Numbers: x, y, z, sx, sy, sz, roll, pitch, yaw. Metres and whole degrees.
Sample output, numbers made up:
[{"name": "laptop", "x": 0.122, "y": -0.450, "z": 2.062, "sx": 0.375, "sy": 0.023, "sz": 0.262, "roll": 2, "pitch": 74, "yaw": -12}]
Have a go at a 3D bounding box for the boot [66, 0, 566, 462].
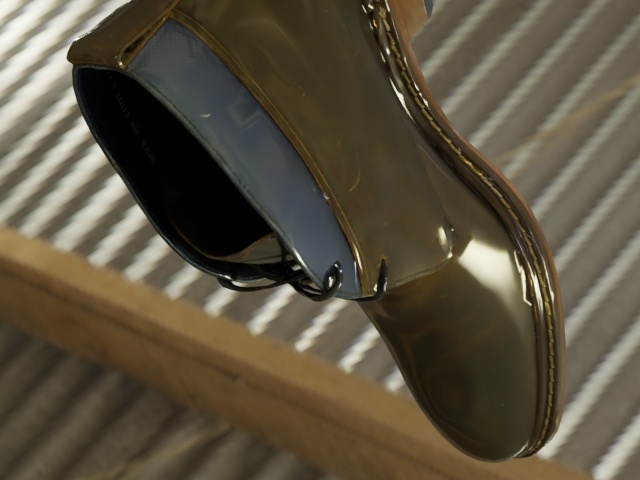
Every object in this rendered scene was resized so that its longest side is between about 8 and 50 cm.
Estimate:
[{"name": "boot", "x": 0.000, "y": 0.000, "z": 0.581, "sx": 0.082, "sy": 0.219, "sz": 0.106, "roll": 1, "pitch": -146, "yaw": 44}]
